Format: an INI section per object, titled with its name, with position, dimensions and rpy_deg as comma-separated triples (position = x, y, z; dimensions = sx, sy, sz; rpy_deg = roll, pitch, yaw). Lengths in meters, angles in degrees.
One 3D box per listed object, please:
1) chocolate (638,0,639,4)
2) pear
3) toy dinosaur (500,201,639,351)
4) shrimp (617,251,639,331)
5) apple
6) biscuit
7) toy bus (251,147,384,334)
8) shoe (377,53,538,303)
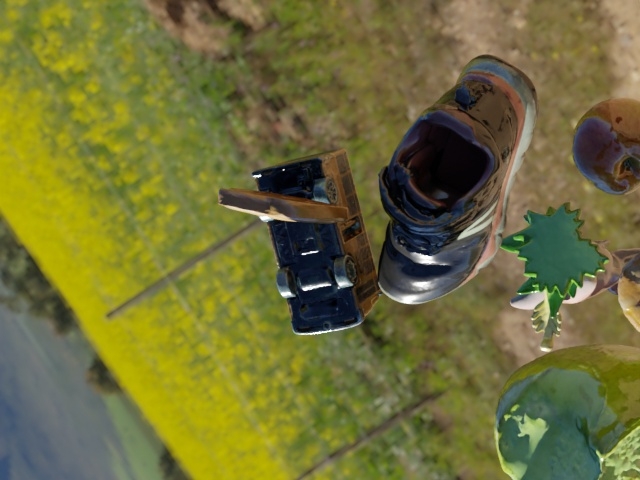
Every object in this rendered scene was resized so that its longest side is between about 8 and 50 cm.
[chocolate]
position = 0.334, -0.179, 1.013
dimensions = 0.080, 0.254, 0.157
rpy_deg = 122, 157, -58
[pear]
position = 0.345, 0.240, 1.844
dimensions = 0.176, 0.286, 0.282
rpy_deg = 17, -160, -32
[toy dinosaur]
position = 0.325, 0.033, 1.796
dimensions = 0.152, 0.194, 0.177
rpy_deg = 57, -174, 36
[shrimp]
position = 0.421, 0.077, 1.449
dimensions = 0.236, 0.133, 0.053
rpy_deg = 30, -161, -2
[apple]
position = 0.392, -0.125, 1.831
dimensions = 0.102, 0.126, 0.126
rpy_deg = -105, -11, -56
[biscuit]
position = -0.047, -0.033, 1.371
dimensions = 0.140, 0.118, 0.023
rpy_deg = 17, 99, 61
[toy bus]
position = 0.000, 0.000, 1.492
dimensions = 0.103, 0.091, 0.182
rpy_deg = -30, -73, -65
[shoe]
position = 0.121, -0.039, 1.380
dimensions = 0.114, 0.137, 0.291
rpy_deg = 32, 128, 18
